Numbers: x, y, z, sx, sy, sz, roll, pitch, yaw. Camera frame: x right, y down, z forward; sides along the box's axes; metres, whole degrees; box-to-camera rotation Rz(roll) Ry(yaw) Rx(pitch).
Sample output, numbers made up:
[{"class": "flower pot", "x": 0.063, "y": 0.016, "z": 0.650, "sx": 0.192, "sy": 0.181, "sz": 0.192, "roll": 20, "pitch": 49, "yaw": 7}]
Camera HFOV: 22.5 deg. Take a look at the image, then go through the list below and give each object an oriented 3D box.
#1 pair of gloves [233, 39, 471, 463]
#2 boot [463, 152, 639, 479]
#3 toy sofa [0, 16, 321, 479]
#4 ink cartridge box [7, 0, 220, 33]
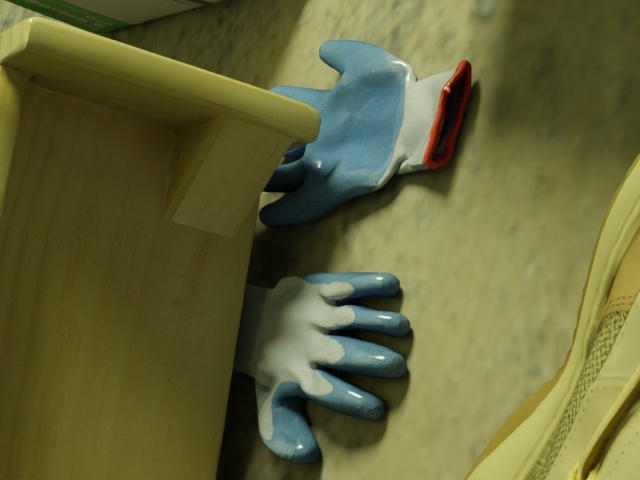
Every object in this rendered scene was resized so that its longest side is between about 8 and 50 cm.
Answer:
[{"class": "pair of gloves", "x": 0.000, "y": 0.000, "z": 0.723, "sx": 0.159, "sy": 0.023, "sz": 0.198, "roll": 2, "pitch": 74, "yaw": 59}, {"class": "boot", "x": 0.126, "y": 0.081, "z": 0.395, "sx": 0.262, "sy": 0.095, "sz": 0.203, "roll": -60, "pitch": 31, "yaw": 25}, {"class": "toy sofa", "x": -0.127, "y": 0.099, "z": 0.719, "sx": 0.177, "sy": 0.150, "sz": 0.362, "roll": -11, "pitch": 67, "yaw": 58}, {"class": "ink cartridge box", "x": -0.095, "y": -0.240, "z": 0.922, "sx": 0.273, "sy": 0.115, "sz": 0.198, "roll": 2, "pitch": 75, "yaw": 59}]
